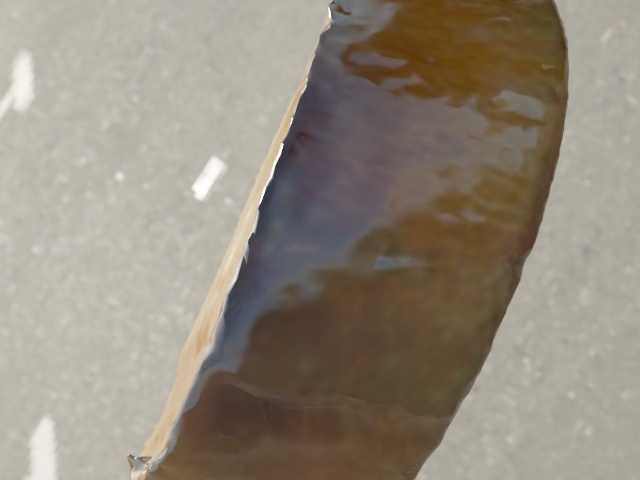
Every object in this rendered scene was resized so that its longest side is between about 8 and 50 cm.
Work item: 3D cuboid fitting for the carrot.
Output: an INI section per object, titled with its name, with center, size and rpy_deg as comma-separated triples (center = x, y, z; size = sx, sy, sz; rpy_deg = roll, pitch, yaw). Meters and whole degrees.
[carrot]
center = 0.000, 0.000, 0.750
size = 0.307, 0.100, 0.258
rpy_deg = 168, 124, -78
